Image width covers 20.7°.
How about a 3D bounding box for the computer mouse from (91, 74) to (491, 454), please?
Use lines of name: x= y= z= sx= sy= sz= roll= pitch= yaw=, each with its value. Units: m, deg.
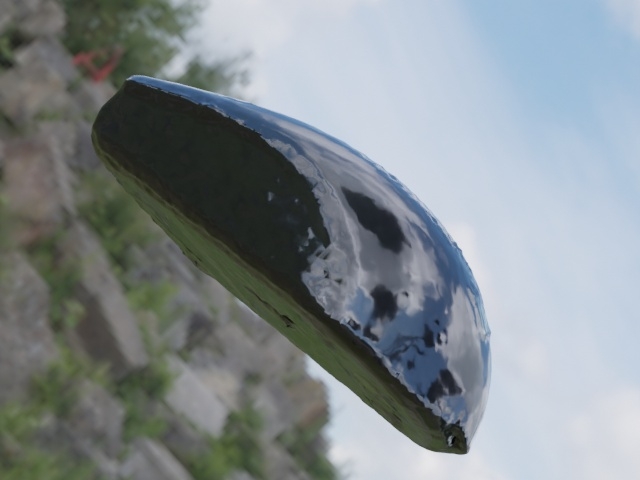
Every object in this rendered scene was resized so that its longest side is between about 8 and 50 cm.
computer mouse: x=0.000 y=0.000 z=0.948 sx=0.269 sy=0.100 sz=0.170 roll=37 pitch=-12 yaw=35
